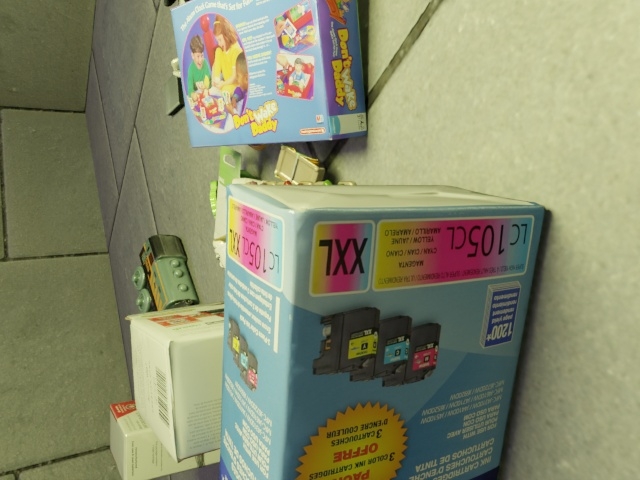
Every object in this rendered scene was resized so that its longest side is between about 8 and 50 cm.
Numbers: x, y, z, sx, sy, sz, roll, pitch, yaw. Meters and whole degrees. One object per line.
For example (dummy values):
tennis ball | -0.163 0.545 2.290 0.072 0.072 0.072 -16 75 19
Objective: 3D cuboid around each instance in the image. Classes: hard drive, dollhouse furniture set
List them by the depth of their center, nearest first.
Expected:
dollhouse furniture set | -0.031 -0.085 0.805 0.076 0.059 0.151 35 133 16
hard drive | -0.416 -0.420 1.447 0.135 0.022 0.094 -4 90 59

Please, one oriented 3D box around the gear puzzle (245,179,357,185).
gear puzzle | 0.000 0.000 0.730 0.339 0.044 0.175 6 114 44

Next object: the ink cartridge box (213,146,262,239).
ink cartridge box | -0.165 -0.084 1.036 0.109 0.062 0.209 35 122 52

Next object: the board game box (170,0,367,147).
board game box | -0.093 -0.267 0.775 0.347 0.078 0.233 9 110 45

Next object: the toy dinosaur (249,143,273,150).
toy dinosaur | -0.081 -0.205 0.883 0.211 0.064 0.112 62 140 33

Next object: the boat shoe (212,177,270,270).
boat shoe | -0.156 0.014 0.965 0.098 0.096 0.276 -97 20 -78

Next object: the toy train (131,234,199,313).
toy train | -0.445 0.141 1.467 0.190 0.142 0.333 -54 49 34

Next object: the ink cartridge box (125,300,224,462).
ink cartridge box | -0.085 0.154 0.695 0.272 0.310 0.129 -2 92 60

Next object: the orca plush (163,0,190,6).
orca plush | -0.258 -0.499 1.106 0.102 0.151 0.287 34 125 15

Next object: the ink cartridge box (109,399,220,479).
ink cartridge box | -0.326 0.437 1.167 0.197 0.273 0.114 5 94 58

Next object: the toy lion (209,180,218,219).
toy lion | -0.230 -0.088 1.129 0.096 0.034 0.100 81 178 -78

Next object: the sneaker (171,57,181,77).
sneaker | -0.207 -0.385 1.005 0.297 0.129 0.110 -29 67 55

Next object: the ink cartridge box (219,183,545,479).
ink cartridge box | 0.050 0.146 0.509 0.151 0.270 0.395 29 118 58
